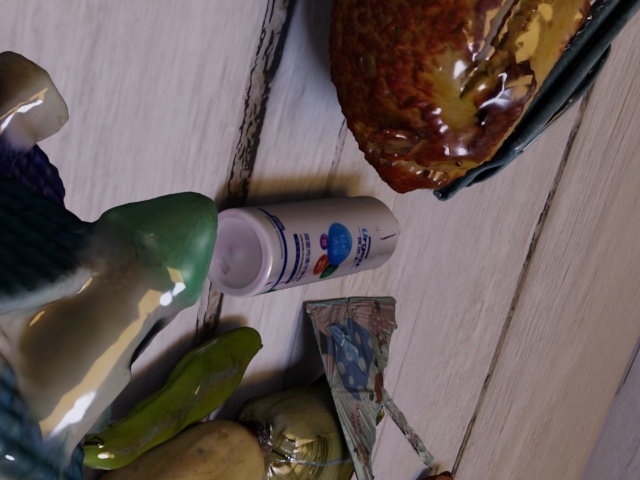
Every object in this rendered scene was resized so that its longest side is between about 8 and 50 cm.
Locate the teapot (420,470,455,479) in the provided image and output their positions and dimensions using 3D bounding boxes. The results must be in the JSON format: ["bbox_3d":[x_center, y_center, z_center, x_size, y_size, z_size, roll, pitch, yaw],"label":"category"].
[{"bbox_3d":[0.205,0.486,1.990,0.173,0.116,0.116,-68,169,-56],"label":"teapot"}]

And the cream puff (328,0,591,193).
[{"bbox_3d":[0.129,-0.217,1.052,0.350,0.229,0.350,-58,176,-6],"label":"cream puff"}]

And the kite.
[{"bbox_3d":[0.070,0.182,1.401,0.314,0.012,0.335,52,33,-29],"label":"kite"}]

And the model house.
[{"bbox_3d":[-0.218,0.032,0.644,0.284,0.298,0.243,-54,152,-12],"label":"model house"}]

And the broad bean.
[{"bbox_3d":[-0.156,0.166,1.113,0.325,0.067,0.075,-30,104,-50],"label":"broad bean"}]

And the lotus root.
[{"bbox_3d":[-0.158,0.275,1.146,0.257,0.140,0.154,-41,179,-36],"label":"lotus root"}]

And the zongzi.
[{"bbox_3d":[-0.051,0.313,1.361,0.251,0.125,0.274,3,111,-60],"label":"zongzi"}]

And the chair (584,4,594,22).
[{"bbox_3d":[0.277,-0.419,1.217,0.186,0.319,0.160,-24,176,39],"label":"chair"}]

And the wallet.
[{"bbox_3d":[0.291,-0.197,1.411,0.342,0.075,0.237,-50,-177,-20],"label":"wallet"}]

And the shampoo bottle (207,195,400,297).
[{"bbox_3d":[0.000,0.000,1.192,0.303,0.092,0.092,-8,123,-56],"label":"shampoo bottle"}]
